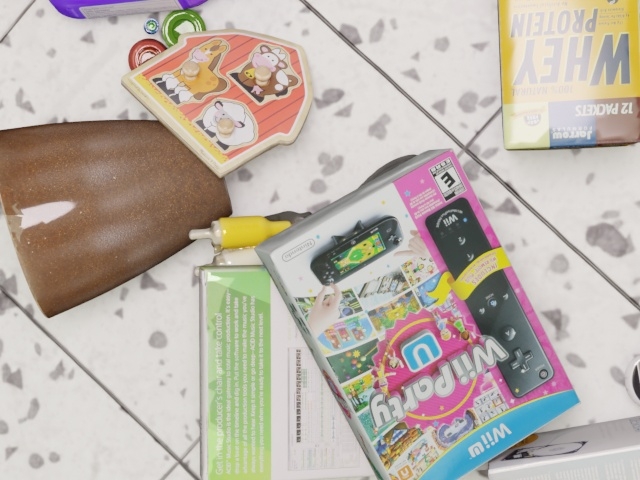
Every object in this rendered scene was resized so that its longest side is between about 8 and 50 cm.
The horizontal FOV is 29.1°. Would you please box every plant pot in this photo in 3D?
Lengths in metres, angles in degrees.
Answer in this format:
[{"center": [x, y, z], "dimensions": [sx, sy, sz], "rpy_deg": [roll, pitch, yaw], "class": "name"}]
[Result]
[{"center": [-0.222, -0.048, 1.374], "dimensions": [0.230, 0.215, 0.215], "rpy_deg": [-16, 90, -6], "class": "plant pot"}]

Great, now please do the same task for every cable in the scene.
[{"center": [0.000, 0.000, 1.382], "dimensions": [0.287, 0.072, 0.140], "rpy_deg": [-16, 128, 0], "class": "cable"}]

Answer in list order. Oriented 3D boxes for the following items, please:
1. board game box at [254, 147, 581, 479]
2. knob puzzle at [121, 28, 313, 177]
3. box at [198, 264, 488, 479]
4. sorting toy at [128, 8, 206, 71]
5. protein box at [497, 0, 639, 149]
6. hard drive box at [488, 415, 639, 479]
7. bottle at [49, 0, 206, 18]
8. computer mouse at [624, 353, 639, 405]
[{"center": [0.102, 0.088, 1.284], "dimensions": [0.224, 0.097, 0.303], "rpy_deg": [-30, 100, -11], "class": "board game box"}, {"center": [-0.092, -0.176, 1.365], "dimensions": [0.213, 0.030, 0.213], "rpy_deg": [4, 55, -5], "class": "knob puzzle"}, {"center": [0.027, 0.141, 1.346], "dimensions": [0.321, 0.058, 0.232], "rpy_deg": [0, 93, -15], "class": "box"}, {"center": [-0.182, -0.231, 1.432], "dimensions": [0.102, 0.042, 0.061], "rpy_deg": [-39, 102, -3], "class": "sorting toy"}, {"center": [0.254, -0.196, 1.277], "dimensions": [0.135, 0.200, 0.201], "rpy_deg": [-2, 93, 10], "class": "protein box"}, {"center": [0.301, 0.249, 1.302], "dimensions": [0.232, 0.181, 0.089], "rpy_deg": [-11, 89, 9], "class": "hard drive box"}, {"center": [-0.168, -0.320, 1.390], "dimensions": [0.282, 0.092, 0.118], "rpy_deg": [-5, 74, 9], "class": "bottle"}, {"center": [0.426, 0.136, 1.348], "dimensions": [0.192, 0.042, 0.106], "rpy_deg": [-9, 96, 4], "class": "computer mouse"}]
